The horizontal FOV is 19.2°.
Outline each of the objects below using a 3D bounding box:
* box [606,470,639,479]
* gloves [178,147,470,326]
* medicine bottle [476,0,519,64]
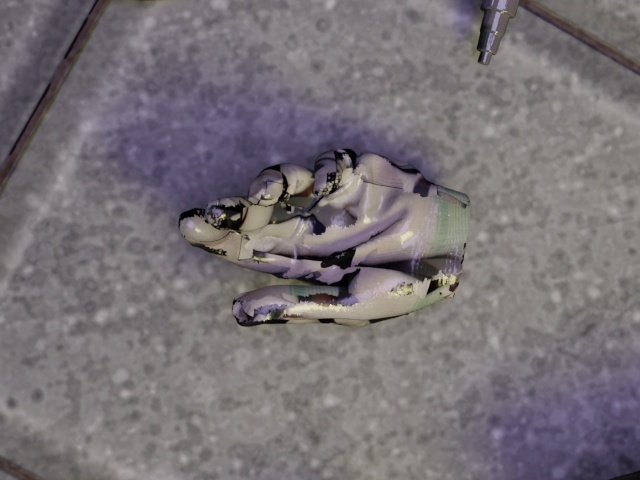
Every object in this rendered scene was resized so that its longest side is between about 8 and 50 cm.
[{"bbox_3d":[0.299,0.236,1.397,0.231,0.155,0.149,-16,89,-5],"label":"box"},{"bbox_3d":[0.000,-0.005,1.388,0.212,0.111,0.128,10,113,-9],"label":"gloves"},{"bbox_3d":[0.149,-0.228,1.427,0.057,0.057,0.199,16,88,-6],"label":"medicine bottle"}]
